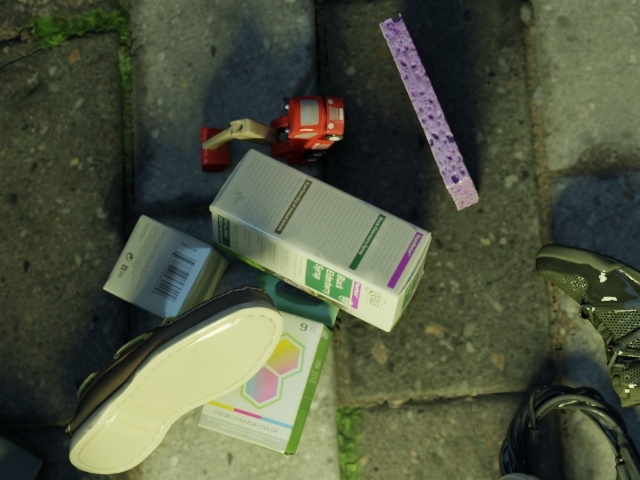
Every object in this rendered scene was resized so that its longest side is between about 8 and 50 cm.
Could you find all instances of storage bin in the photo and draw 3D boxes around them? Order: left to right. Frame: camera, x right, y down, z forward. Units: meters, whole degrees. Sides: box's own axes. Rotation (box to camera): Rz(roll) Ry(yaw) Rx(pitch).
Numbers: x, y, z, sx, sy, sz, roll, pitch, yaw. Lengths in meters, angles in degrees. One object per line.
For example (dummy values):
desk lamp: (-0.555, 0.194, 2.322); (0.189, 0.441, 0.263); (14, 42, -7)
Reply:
storage bin: (-0.391, 0.280, 1.504); (0.091, 0.098, 0.135); (31, 86, -13)

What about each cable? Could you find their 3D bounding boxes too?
cable: (0.272, 0.247, 1.402); (0.150, 0.047, 0.184); (-28, 80, 10)

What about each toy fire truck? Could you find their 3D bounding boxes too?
toy fire truck: (-0.060, -0.123, 1.485); (0.135, 0.192, 0.047); (2, 77, -17)

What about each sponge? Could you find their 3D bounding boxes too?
sponge: (0.126, -0.145, 1.463); (0.031, 0.117, 0.210); (-23, 76, 8)

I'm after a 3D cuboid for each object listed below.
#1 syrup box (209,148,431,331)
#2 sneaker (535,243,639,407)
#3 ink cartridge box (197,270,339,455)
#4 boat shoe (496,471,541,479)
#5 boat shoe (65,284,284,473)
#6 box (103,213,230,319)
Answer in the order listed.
syrup box: (0.000, 0.000, 1.453); (0.237, 0.093, 0.096); (27, 64, 11)
sneaker: (0.320, 0.096, 1.395); (0.227, 0.087, 0.130); (31, 80, 10)
ink cartridge box: (-0.054, 0.131, 1.474); (0.109, 0.062, 0.209); (16, 82, 14)
boat shoe: (0.231, 0.379, 1.339); (0.096, 0.088, 0.267); (-13, 86, 26)
boat shoe: (-0.168, 0.140, 1.424); (0.324, 0.116, 0.097); (-42, 40, 28)
box: (-0.179, 0.039, 1.503); (0.102, 0.087, 0.101); (25, 85, 15)
